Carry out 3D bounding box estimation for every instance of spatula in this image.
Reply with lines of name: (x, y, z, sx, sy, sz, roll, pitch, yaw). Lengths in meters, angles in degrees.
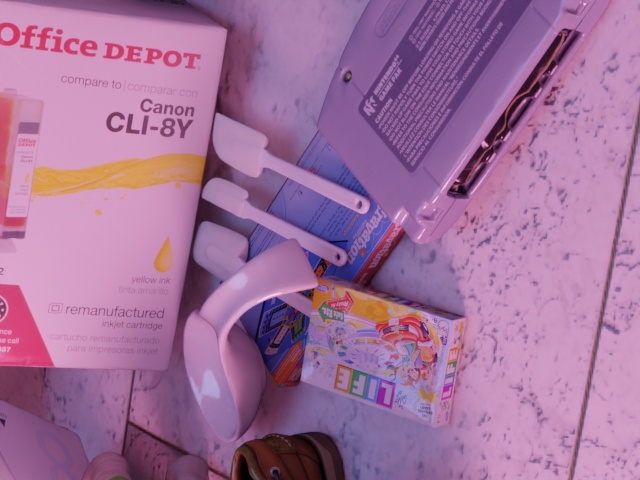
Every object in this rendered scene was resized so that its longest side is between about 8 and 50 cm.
spatula: (-0.045, -0.013, 1.700, 0.242, 0.019, 0.168, 28, 110, 42)

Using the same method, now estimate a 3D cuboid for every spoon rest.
spoon rest: (-0.088, 0.100, 1.683, 0.137, 0.084, 0.276, 63, 147, 26)

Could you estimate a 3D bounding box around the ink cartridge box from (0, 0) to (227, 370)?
ink cartridge box: (-0.278, -0.071, 1.787, 0.160, 0.279, 0.385, -143, 61, -61)

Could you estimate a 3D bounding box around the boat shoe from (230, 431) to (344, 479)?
boat shoe: (-0.026, 0.341, 1.650, 0.110, 0.104, 0.307, -28, 70, 45)

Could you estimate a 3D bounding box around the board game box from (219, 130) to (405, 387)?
board game box: (0.000, 0.000, 1.678, 0.281, 0.027, 0.145, -56, 50, 33)

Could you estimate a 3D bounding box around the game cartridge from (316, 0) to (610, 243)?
game cartridge: (0.117, -0.169, 1.503, 0.196, 0.060, 0.294, 51, 120, 31)

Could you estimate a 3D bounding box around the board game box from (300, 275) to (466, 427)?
board game box: (0.057, 0.102, 1.583, 0.154, 0.026, 0.103, 16, 104, 33)

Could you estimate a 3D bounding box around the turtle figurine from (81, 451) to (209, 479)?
turtle figurine: (-0.164, 0.355, 1.731, 0.266, 0.197, 0.275, -111, -4, -55)

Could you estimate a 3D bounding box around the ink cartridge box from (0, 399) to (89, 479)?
ink cartridge box: (-0.308, 0.318, 1.706, 0.091, 0.308, 0.385, -38, 53, 11)
